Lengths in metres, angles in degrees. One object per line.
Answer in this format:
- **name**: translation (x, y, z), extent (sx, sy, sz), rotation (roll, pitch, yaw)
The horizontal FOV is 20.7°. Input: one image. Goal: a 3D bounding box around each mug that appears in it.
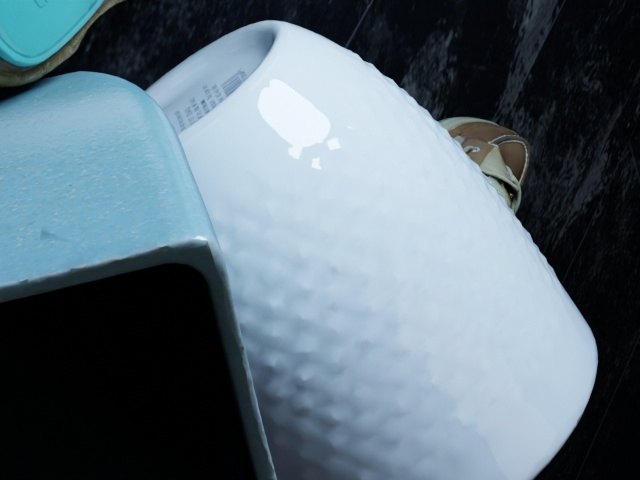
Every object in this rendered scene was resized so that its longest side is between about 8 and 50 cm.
- **mug**: translation (0.000, 0.000, 1.290), extent (0.328, 0.276, 0.374), rotation (53, 17, -21)

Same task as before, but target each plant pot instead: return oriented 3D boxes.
- **plant pot**: translation (-0.173, 0.042, 0.991), extent (0.252, 0.247, 0.248), rotation (-107, -176, -50)

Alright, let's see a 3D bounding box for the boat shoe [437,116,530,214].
- **boat shoe**: translation (0.125, -0.032, 1.640), extent (0.324, 0.120, 0.123), rotation (-27, 127, -53)

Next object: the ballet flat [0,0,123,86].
- **ballet flat**: translation (-0.137, -0.198, 1.083), extent (0.342, 0.124, 0.116), rotation (-49, 122, -37)
